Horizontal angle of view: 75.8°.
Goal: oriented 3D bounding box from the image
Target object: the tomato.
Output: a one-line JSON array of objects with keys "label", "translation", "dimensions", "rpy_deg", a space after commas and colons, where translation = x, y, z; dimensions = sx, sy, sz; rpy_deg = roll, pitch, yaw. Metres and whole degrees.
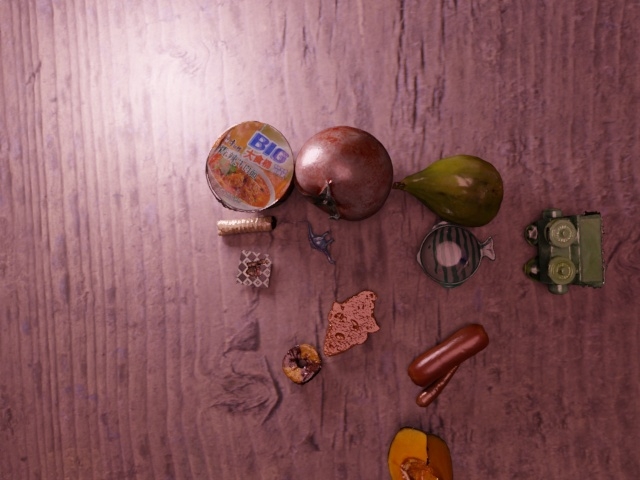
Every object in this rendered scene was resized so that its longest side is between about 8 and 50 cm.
[{"label": "tomato", "translation": [0.074, -0.205, 1.303], "dimensions": [0.317, 0.316, 0.282], "rpy_deg": [28, 76, 7]}]

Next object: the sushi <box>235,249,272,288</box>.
[{"label": "sushi", "translation": [-0.236, 0.103, 1.480], "dimensions": [0.120, 0.026, 0.126], "rpy_deg": [10, 95, 5]}]

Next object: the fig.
[{"label": "fig", "translation": [0.414, -0.157, 1.265], "dimensions": [0.314, 0.233, 0.233], "rpy_deg": [5, 90, -33]}]

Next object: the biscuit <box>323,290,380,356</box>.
[{"label": "biscuit", "translation": [0.103, 0.290, 1.424], "dimensions": [0.183, 0.043, 0.280], "rpy_deg": [35, 98, 10]}]

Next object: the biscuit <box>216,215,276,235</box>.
[{"label": "biscuit", "translation": [-0.266, -0.051, 1.471], "dimensions": [0.219, 0.055, 0.061], "rpy_deg": [-4, 99, 7]}]

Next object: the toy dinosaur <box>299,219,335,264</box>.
[{"label": "toy dinosaur", "translation": [0.000, 0.000, 1.440], "dimensions": [0.080, 0.045, 0.197], "rpy_deg": [-37, 94, 9]}]

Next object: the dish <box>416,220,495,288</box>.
[{"label": "dish", "translation": [0.439, 0.042, 1.361], "dimensions": [0.246, 0.078, 0.224], "rpy_deg": [-8, 92, 9]}]

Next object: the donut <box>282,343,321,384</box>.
[{"label": "donut", "translation": [-0.062, 0.427, 1.434], "dimensions": [0.141, 0.059, 0.140], "rpy_deg": [0, 90, 8]}]

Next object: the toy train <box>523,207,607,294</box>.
[{"label": "toy train", "translation": [0.764, 0.032, 1.288], "dimensions": [0.188, 0.159, 0.271], "rpy_deg": [-2, 89, -2]}]

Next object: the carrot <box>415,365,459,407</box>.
[{"label": "carrot", "translation": [0.404, 0.479, 1.383], "dimensions": [0.048, 0.048, 0.216], "rpy_deg": [44, 90, 6]}]

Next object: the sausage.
[{"label": "sausage", "translation": [0.421, 0.379, 1.359], "dimensions": [0.300, 0.083, 0.089], "rpy_deg": [-37, 90, 6]}]

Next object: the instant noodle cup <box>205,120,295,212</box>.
[{"label": "instant noodle cup", "translation": [-0.208, -0.229, 1.385], "dimensions": [0.297, 0.214, 0.296], "rpy_deg": [0, 89, 8]}]

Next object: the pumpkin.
[{"label": "pumpkin", "translation": [0.334, 0.761, 1.363], "dimensions": [0.169, 0.148, 0.312], "rpy_deg": [-13, 77, 45]}]
